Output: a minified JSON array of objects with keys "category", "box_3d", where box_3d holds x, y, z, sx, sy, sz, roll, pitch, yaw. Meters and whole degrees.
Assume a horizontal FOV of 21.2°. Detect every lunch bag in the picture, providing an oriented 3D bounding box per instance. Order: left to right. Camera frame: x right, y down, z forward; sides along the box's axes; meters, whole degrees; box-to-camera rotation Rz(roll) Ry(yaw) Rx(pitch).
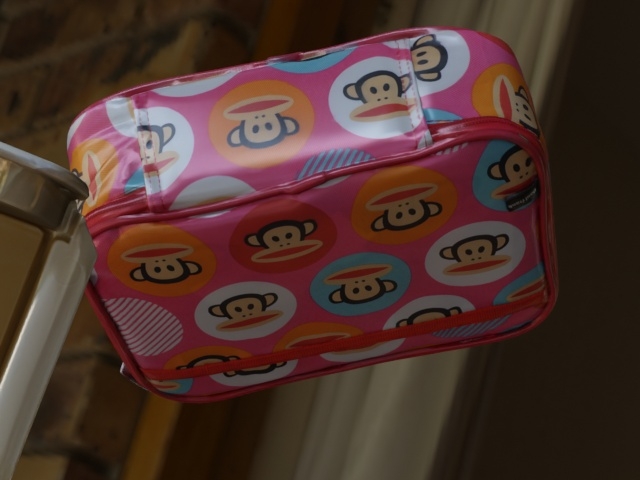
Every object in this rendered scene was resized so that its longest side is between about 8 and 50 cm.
[{"category":"lunch bag","box_3d":[0.000,0.000,1.078,0.293,0.120,0.258,-12,-36,3]}]

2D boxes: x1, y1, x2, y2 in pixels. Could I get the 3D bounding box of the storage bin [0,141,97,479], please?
[{"category":"storage bin","box_3d":[-0.213,0.067,0.390,0.260,0.262,0.123,21,-5,-13]}]
